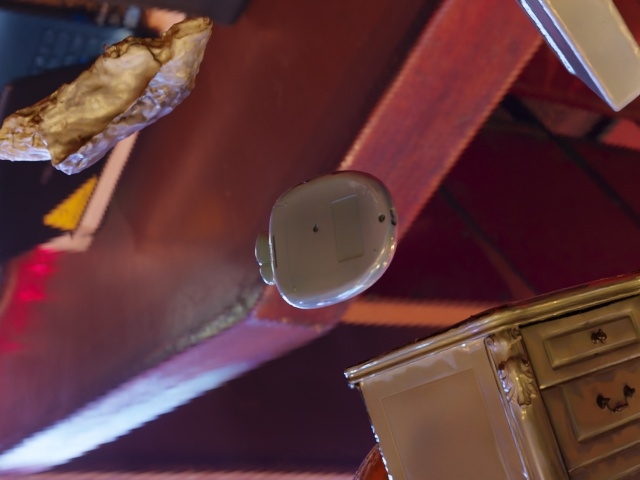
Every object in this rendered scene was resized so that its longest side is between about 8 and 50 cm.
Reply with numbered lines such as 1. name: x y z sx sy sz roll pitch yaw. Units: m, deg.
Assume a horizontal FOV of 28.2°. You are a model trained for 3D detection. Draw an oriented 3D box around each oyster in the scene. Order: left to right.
1. oyster: -0.273 -0.174 1.626 0.341 0.110 0.166 -31 -179 2

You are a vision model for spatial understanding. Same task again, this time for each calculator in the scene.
1. calculator: 0.000 0.000 1.806 0.041 0.186 0.299 4 166 -42

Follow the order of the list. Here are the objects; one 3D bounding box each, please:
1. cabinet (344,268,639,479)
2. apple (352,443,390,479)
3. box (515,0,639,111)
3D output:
1. cabinet: 0.239 0.224 1.292 0.290 0.318 0.227 -9 167 -44
2. apple: 0.149 0.344 1.655 0.253 0.254 0.253 -12 144 -9
3. box: 0.233 -0.357 1.514 0.090 0.367 0.373 -38 141 12
